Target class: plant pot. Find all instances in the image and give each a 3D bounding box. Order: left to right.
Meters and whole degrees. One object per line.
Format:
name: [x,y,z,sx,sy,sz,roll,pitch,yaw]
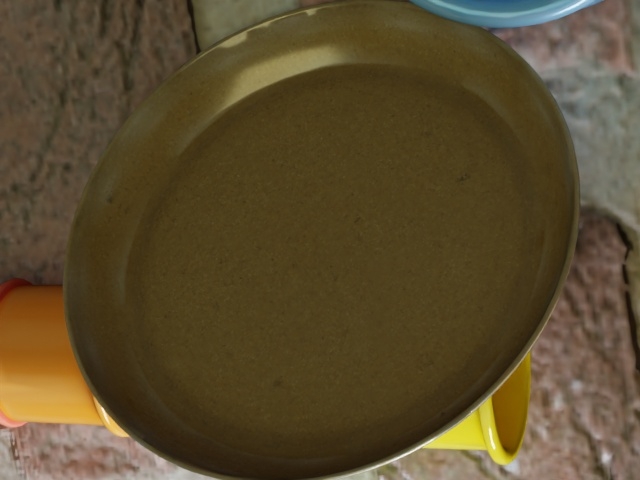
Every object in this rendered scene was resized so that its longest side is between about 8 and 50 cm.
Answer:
plant pot: [0.000,0.000,0.711,0.236,0.032,0.236,-10,59,17]

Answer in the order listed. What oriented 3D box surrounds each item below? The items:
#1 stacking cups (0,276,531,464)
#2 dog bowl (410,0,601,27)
stacking cups: [-0.064,0.060,0.771,0.316,0.096,0.096,-3,102,17]
dog bowl: [0.073,-0.223,0.648,0.166,0.074,0.297,1,115,14]
